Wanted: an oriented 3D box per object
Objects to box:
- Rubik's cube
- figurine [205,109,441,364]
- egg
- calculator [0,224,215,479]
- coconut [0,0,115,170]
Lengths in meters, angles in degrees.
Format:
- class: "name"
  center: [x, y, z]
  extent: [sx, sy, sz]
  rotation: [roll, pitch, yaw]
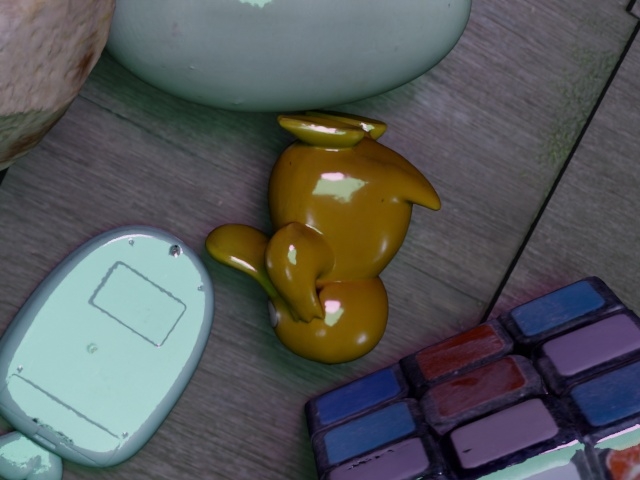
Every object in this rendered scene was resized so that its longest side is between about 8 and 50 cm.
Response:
- class: "Rubik's cube"
  center: [0.211, 0.288, 1.306]
  extent: [0.358, 0.363, 0.362]
  rotation: [-24, 102, 4]
- class: "figurine"
  center: [0.008, -0.005, 1.329]
  extent: [0.215, 0.215, 0.228]
  rotation: [29, 108, -14]
- class: "egg"
  center: [-0.038, -0.231, 1.265]
  extent: [0.371, 0.230, 0.230]
  rotation: [3, 97, -16]
- class: "calculator"
  center: [-0.224, 0.121, 1.365]
  extent: [0.184, 0.042, 0.295]
  rotation: [35, 88, -14]
- class: "coconut"
  center: [-0.343, -0.209, 1.103]
  extent: [0.415, 0.415, 0.345]
  rotation: [-7, 113, -11]
